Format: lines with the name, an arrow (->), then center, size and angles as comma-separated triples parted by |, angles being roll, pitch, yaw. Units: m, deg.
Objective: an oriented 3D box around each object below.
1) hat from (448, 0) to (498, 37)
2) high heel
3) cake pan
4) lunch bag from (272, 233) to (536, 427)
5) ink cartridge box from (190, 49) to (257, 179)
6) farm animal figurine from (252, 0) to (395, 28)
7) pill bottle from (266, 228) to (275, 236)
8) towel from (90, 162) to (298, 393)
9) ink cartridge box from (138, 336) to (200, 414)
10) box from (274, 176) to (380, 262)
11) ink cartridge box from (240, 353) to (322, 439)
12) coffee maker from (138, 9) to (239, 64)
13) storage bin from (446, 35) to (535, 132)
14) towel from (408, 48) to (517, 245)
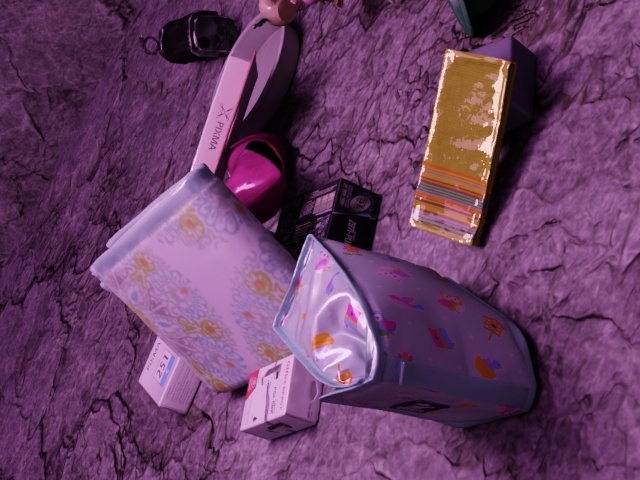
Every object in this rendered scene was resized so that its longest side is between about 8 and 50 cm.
hat -> 0.262, -0.397, 1.530 | 0.184, 0.173, 0.208 | -25, 47, 6
high heel -> -0.079, -0.122, 1.832 | 0.181, 0.127, 0.377 | -35, 18, 27
cake pan -> -0.132, -0.329, 2.206 | 0.293, 0.054, 0.293 | -42, 36, 41
lunch bag -> 0.096, 0.119, 1.246 | 0.160, 0.224, 0.262 | -68, 27, 12
ink cartridge box -> -0.183, -0.204, 1.982 | 0.239, 0.060, 0.275 | 116, 172, -87
farm animal figurine -> 0.066, -0.472, 1.790 | 0.330, 0.172, 0.326 | -8, 49, 27
pill bottle -> -0.108, 0.060, 1.823 | 0.087, 0.087, 0.160 | 21, 89, 64
towel -> -0.168, 0.073, 1.689 | 0.374, 0.320, 0.090 | -33, 16, 51
ink cartridge box -> -0.260, 0.146, 2.066 | 0.261, 0.066, 0.296 | 28, 95, 62
box -> 0.000, 0.000, 1.677 | 0.180, 0.078, 0.147 | -20, 52, 57
ink cartridge box -> -0.058, 0.235, 1.629 | 0.135, 0.056, 0.099 | -31, 43, 51
coffee maker -> -0.297, -0.457, 2.491 | 0.171, 0.120, 0.178 | -28, 14, -23
storage bin -> 0.223, -0.200, 1.412 | 0.091, 0.098, 0.135 | -22, 51, 42
towel -> 0.178, -0.117, 1.376 | 0.102, 0.021, 0.237 | 17, 104, 29
